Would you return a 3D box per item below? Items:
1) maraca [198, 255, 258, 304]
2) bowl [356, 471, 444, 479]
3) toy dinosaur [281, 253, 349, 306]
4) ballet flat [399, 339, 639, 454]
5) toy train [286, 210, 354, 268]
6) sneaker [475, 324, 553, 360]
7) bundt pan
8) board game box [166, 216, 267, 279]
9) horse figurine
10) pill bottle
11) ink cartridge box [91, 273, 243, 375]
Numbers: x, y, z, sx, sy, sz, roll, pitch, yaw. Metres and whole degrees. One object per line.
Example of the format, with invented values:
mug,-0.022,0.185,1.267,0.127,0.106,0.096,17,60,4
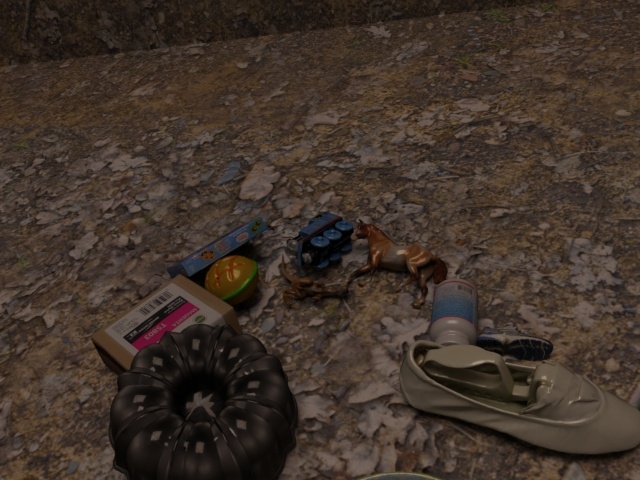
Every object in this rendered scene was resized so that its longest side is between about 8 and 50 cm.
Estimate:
maraca,-0.207,0.088,1.423,0.185,0.099,0.127,-4,38,48
bowl,0.106,0.462,0.816,0.289,0.156,0.290,-8,38,6
toy dinosaur,-0.039,0.098,1.410,0.211,0.064,0.112,20,21,31
ballet flat,0.317,0.245,1.058,0.399,0.139,0.139,8,42,23
toy train,0.000,0.000,1.472,0.105,0.080,0.184,20,33,29
sneaker,0.358,0.180,1.196,0.135,0.052,0.058,5,37,20
bundt pan,-0.200,0.276,1.088,0.330,0.124,0.331,1,51,-1
board game box,-0.240,0.020,1.494,0.211,0.039,0.160,-32,7,-25
horse figurine,0.165,0.051,1.396,0.263,0.066,0.174,11,49,29
pill bottle,0.252,0.154,1.225,0.087,0.087,0.160,1,39,15
ink cartridge box,-0.309,0.194,1.318,0.193,0.088,0.234,24,49,38
